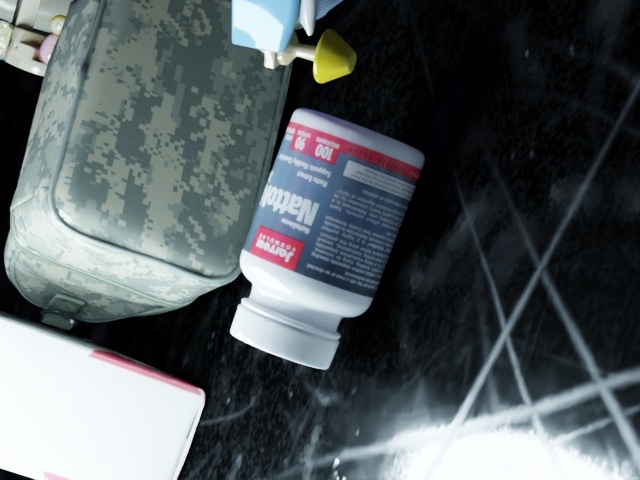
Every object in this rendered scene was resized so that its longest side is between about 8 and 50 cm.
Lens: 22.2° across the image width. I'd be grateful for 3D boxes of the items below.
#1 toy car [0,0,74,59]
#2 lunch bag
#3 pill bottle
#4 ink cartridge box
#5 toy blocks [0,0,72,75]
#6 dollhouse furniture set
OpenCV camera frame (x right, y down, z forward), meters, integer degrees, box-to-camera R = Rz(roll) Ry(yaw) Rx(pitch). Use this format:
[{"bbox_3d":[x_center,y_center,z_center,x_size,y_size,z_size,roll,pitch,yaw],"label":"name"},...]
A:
[{"bbox_3d":[-0.352,-0.346,2.140,0.238,0.210,0.219,-126,46,-76],"label":"toy car"},{"bbox_3d":[-0.181,-0.084,1.544,0.256,0.213,0.305,-26,48,56],"label":"lunch bag"},{"bbox_3d":[0.000,0.000,1.236,0.108,0.108,0.180,23,93,66],"label":"pill bottle"},{"bbox_3d":[-0.274,0.145,1.551,0.306,0.226,0.131,5,75,66],"label":"ink cartridge box"},{"bbox_3d":[-0.278,-0.314,1.826,0.309,0.289,0.260,-136,63,-67],"label":"toy blocks"},{"bbox_3d":[0.079,-0.299,1.338,0.286,0.198,0.303,-42,-40,-57],"label":"dollhouse furniture set"}]
